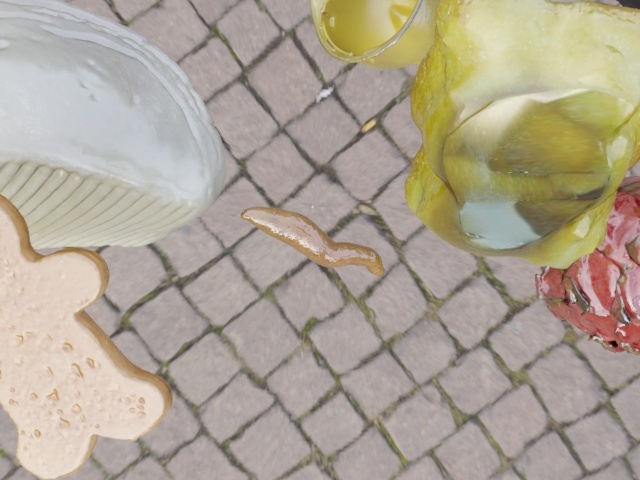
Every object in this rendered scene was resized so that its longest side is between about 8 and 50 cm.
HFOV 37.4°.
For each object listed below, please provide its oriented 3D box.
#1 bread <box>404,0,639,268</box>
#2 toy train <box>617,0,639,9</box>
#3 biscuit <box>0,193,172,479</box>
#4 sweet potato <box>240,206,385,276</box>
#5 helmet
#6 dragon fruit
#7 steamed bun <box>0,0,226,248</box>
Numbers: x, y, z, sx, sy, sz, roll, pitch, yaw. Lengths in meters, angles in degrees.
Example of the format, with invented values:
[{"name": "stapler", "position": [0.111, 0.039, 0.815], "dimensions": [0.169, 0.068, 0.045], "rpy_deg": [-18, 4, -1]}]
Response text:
[{"name": "bread", "position": [0.140, -0.064, 0.657], "dimensions": [0.161, 0.088, 0.233], "rpy_deg": [5, 137, 5]}, {"name": "toy train", "position": [0.461, -0.376, 1.336], "dimensions": [0.410, 0.086, 0.089], "rpy_deg": [24, 76, -12]}, {"name": "biscuit", "position": [-0.226, 0.063, 0.739], "dimensions": [0.165, 0.036, 0.250], "rpy_deg": [-28, 103, 16]}, {"name": "sweet potato", "position": [-0.001, 0.004, 0.983], "dimensions": [0.179, 0.044, 0.044], "rpy_deg": [22, 92, -23]}, {"name": "helmet", "position": [0.108, -0.341, 1.420], "dimensions": [0.140, 0.257, 0.205], "rpy_deg": [27, 112, -39]}, {"name": "dragon fruit", "position": [0.412, 0.027, 1.182], "dimensions": [0.299, 0.244, 0.244], "rpy_deg": [-12, 92, 32]}, {"name": "steamed bun", "position": [-0.296, -0.124, 0.937], "dimensions": [0.384, 0.247, 0.236], "rpy_deg": [2, 72, -29]}]
